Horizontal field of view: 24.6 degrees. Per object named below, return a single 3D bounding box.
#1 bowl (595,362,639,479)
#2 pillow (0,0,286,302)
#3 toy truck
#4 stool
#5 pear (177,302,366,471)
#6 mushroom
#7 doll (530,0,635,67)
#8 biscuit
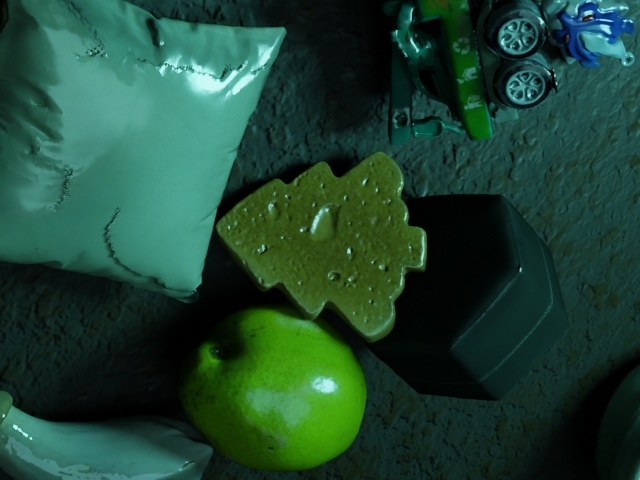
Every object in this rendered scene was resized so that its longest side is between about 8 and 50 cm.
[{"bbox_3d":[0.495,0.260,1.980,0.307,0.163,0.307,-13,120,-24],"label":"bowl"},{"bbox_3d":[-0.207,-0.097,1.434,0.312,0.119,0.310,11,105,-33],"label":"pillow"},{"bbox_3d":[0.133,-0.264,1.501,0.178,0.176,0.363,-9,124,3],"label":"toy truck"},{"bbox_3d":[0.159,0.063,1.663,0.232,0.232,0.141,-47,130,0],"label":"stool"},{"bbox_3d":[-0.055,0.158,1.611,0.220,0.187,0.187,27,99,-32],"label":"pear"},{"bbox_3d":[-0.260,0.235,1.590,0.270,0.103,0.118,12,108,-27],"label":"mushroom"},{"bbox_3d":[0.289,-0.252,1.666,0.195,0.070,0.096,29,121,-29],"label":"doll"},{"bbox_3d":[0.000,0.000,1.599,0.239,0.041,0.212,6,79,-8],"label":"biscuit"}]
